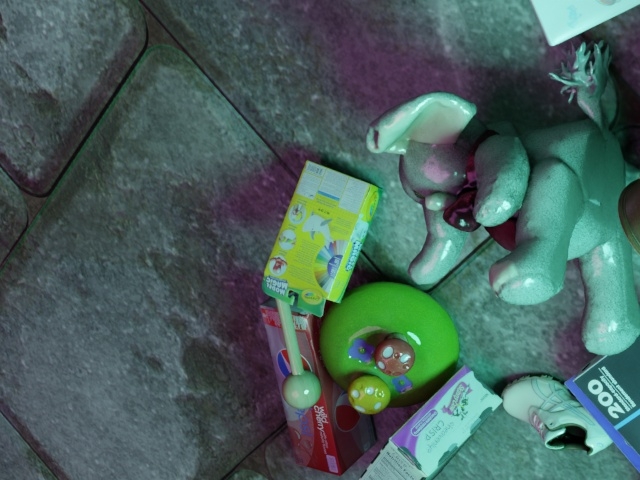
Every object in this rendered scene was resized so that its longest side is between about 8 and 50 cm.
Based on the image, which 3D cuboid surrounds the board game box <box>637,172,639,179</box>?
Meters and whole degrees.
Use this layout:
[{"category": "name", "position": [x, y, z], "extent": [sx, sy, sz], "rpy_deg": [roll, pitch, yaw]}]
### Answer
[{"category": "board game box", "position": [0.488, -0.059, 1.673], "extent": [0.316, 0.064, 0.242], "rpy_deg": [33, 136, 21]}]

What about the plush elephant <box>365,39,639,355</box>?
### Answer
[{"category": "plush elephant", "position": [0.185, -0.050, 1.807], "extent": [0.255, 0.272, 0.330], "rpy_deg": [-4, 78, 34]}]

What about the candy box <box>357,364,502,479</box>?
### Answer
[{"category": "candy box", "position": [0.125, 0.276, 2.151], "extent": [0.071, 0.159, 0.233], "rpy_deg": [44, 146, 9]}]

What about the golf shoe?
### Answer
[{"category": "golf shoe", "position": [0.284, 0.217, 2.042], "extent": [0.176, 0.086, 0.069], "rpy_deg": [8, 125, 41]}]

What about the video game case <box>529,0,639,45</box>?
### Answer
[{"category": "video game case", "position": [0.264, -0.296, 1.674], "extent": [0.157, 0.143, 0.019], "rpy_deg": [64, 180, -14]}]

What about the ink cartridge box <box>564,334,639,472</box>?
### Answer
[{"category": "ink cartridge box", "position": [0.387, 0.206, 1.888], "extent": [0.206, 0.045, 0.208], "rpy_deg": [49, 142, 7]}]

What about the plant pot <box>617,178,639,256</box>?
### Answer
[{"category": "plant pot", "position": [0.399, -0.053, 1.600], "extent": [0.167, 0.167, 0.165], "rpy_deg": [42, 130, 12]}]

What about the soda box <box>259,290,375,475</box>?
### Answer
[{"category": "soda box", "position": [-0.001, 0.184, 2.273], "extent": [0.083, 0.092, 0.263], "rpy_deg": [11, 124, 37]}]

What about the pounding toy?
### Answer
[{"category": "pounding toy", "position": [0.054, 0.156, 2.119], "extent": [0.236, 0.110, 0.183], "rpy_deg": [-1, 117, 11]}]

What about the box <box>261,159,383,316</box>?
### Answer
[{"category": "box", "position": [0.000, 0.000, 2.107], "extent": [0.105, 0.043, 0.179], "rpy_deg": [23, 91, 31]}]
